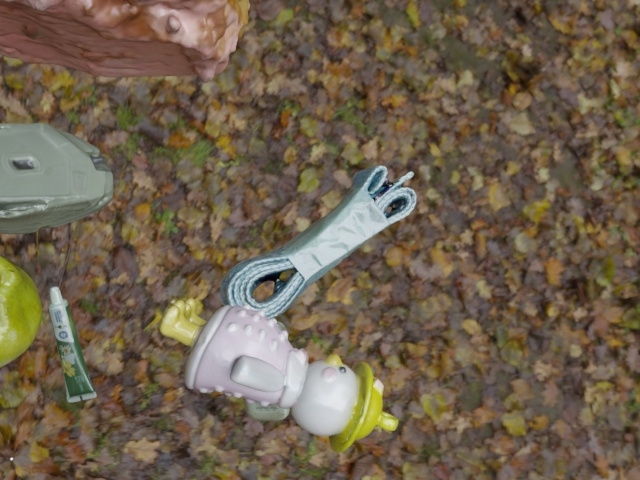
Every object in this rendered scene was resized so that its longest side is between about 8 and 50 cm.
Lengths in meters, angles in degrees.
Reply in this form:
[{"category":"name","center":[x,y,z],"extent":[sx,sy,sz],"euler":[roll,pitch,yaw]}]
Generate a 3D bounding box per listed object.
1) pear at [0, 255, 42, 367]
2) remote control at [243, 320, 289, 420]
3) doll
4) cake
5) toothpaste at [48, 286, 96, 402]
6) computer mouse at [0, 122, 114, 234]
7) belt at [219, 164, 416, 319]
[{"category":"pear","center":[-0.257,0.055,0.599],"extent":[0.092,0.097,0.092],"euler":[26,45,-29]},{"category":"remote control","center":[-0.098,0.231,1.360],"extent":[0.090,0.310,0.038],"euler":[-1,51,0]},{"category":"doll","center":[-0.034,0.106,0.633],"extent":[0.207,0.129,0.081],"euler":[24,89,5]},{"category":"cake","center":[-0.219,-0.318,0.739],"extent":[0.306,0.314,0.293],"euler":[5,83,3]},{"category":"toothpaste","center":[-0.412,0.171,1.292],"extent":[0.049,0.031,0.204],"euler":[-11,107,-8]},{"category":"computer mouse","center":[-0.635,-0.122,1.660],"extent":[0.429,0.145,0.228],"euler":[-13,65,-51]},{"category":"belt","center":[0.000,0.000,1.036],"extent":[0.302,0.072,0.087],"euler":[-38,91,-16]}]
